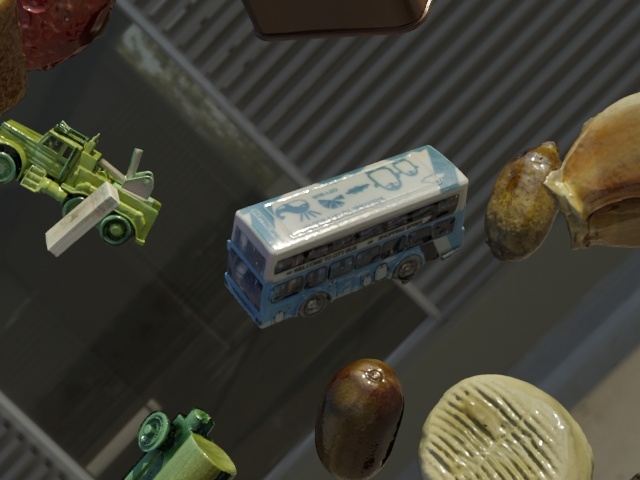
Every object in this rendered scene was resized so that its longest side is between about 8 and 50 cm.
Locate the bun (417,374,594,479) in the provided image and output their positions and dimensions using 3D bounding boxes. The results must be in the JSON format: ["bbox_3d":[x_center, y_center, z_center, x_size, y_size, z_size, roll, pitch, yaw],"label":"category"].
[{"bbox_3d":[0.198,0.247,1.221,0.178,0.193,0.128,-37,-39,-7],"label":"bun"}]

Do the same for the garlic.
[{"bbox_3d":[0.519,-0.090,1.724,0.313,0.286,0.249,-14,27,19],"label":"garlic"}]

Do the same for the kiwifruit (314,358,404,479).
[{"bbox_3d":[0.032,0.152,0.938,0.075,0.075,0.124,-48,-25,-42],"label":"kiwifruit"}]

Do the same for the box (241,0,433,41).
[{"bbox_3d":[0.015,-0.511,1.932,0.339,0.229,0.239,1,54,27],"label":"box"}]

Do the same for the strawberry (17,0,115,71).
[{"bbox_3d":[-0.336,-0.277,1.106,0.261,0.258,0.261,-45,21,23],"label":"strawberry"}]

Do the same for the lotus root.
[{"bbox_3d":[0.385,-0.080,2.079,0.260,0.128,0.145,-61,-17,-20],"label":"lotus root"}]

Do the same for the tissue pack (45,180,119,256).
[{"bbox_3d":[-0.304,-0.028,1.430,0.108,0.023,0.056,-41,27,3],"label":"tissue pack"}]

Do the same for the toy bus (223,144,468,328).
[{"bbox_3d":[0.035,-0.007,1.344,0.297,0.106,0.131,-20,-43,-27],"label":"toy bus"}]

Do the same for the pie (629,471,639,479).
[{"bbox_3d":[0.574,0.474,1.757,0.274,0.274,0.055,-46,-32,-7],"label":"pie"}]

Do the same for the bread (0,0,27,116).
[{"bbox_3d":[-0.201,-0.086,0.599,0.094,0.035,0.090,-48,-14,-33],"label":"bread"}]

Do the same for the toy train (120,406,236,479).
[{"bbox_3d":[-0.269,0.406,1.765,0.307,0.126,0.189,-49,31,4],"label":"toy train"}]

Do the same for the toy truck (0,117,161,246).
[{"bbox_3d":[-0.348,-0.100,1.604,0.135,0.260,0.128,-63,9,8],"label":"toy truck"}]
